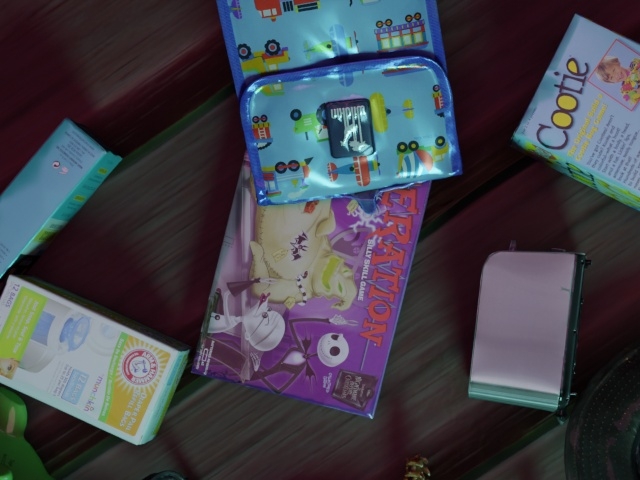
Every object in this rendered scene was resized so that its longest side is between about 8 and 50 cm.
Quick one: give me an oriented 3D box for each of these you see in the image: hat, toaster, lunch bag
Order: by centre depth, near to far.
[{"bbox_3d":[0.418,0.251,1.753,0.331,0.134,0.331,-4,70,10],"label":"hat"},{"bbox_3d":[0.215,0.097,1.758,0.110,0.168,0.186,6,87,7],"label":"toaster"},{"bbox_3d":[0.020,-0.172,1.771,0.221,0.138,0.293,-10,102,2],"label":"lunch bag"}]

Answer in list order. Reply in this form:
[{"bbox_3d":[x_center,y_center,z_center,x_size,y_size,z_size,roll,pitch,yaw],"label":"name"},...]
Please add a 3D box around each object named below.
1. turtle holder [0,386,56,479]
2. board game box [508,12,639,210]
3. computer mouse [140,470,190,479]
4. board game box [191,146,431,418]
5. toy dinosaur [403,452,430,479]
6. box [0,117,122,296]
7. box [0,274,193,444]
[{"bbox_3d":[-0.407,0.277,1.783,0.320,0.243,0.227,17,108,-34],"label":"turtle holder"},{"bbox_3d":[0.352,-0.105,1.765,0.275,0.142,0.144,27,90,4],"label":"board game box"},{"bbox_3d":[-0.164,0.375,1.818,0.184,0.060,0.262,-44,113,-31],"label":"computer mouse"},{"bbox_3d":[0.000,0.000,1.836,0.208,0.056,0.347,13,89,0],"label":"board game box"},{"bbox_3d":[0.162,0.388,1.766,0.218,0.164,0.322,-23,108,19],"label":"toy dinosaur"},{"bbox_3d":[-0.321,-0.018,1.830,0.060,0.100,0.244,40,91,4],"label":"box"},{"bbox_3d":[-0.253,0.126,1.818,0.203,0.103,0.114,24,90,4],"label":"box"}]
